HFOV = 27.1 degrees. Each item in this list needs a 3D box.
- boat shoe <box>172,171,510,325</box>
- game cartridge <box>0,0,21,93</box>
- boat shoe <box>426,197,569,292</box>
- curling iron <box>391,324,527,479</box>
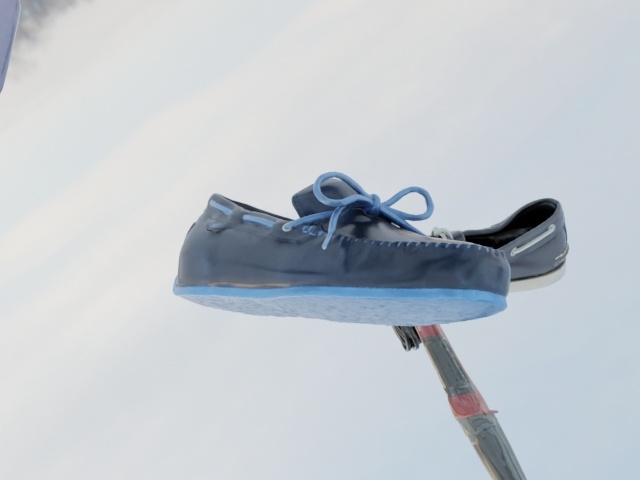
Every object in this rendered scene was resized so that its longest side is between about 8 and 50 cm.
[{"bbox_3d":[0.000,0.000,0.811,0.258,0.109,0.089,3,-103,38],"label":"boat shoe"},{"bbox_3d":[-0.241,-0.087,0.353,0.068,0.355,0.230,13,-91,44],"label":"game cartridge"},{"bbox_3d":[0.093,0.008,1.007,0.206,0.065,0.075,-9,-143,-16],"label":"boat shoe"},{"bbox_3d":[0.125,0.142,1.109,0.035,0.274,0.068,-31,172,-10],"label":"curling iron"}]
